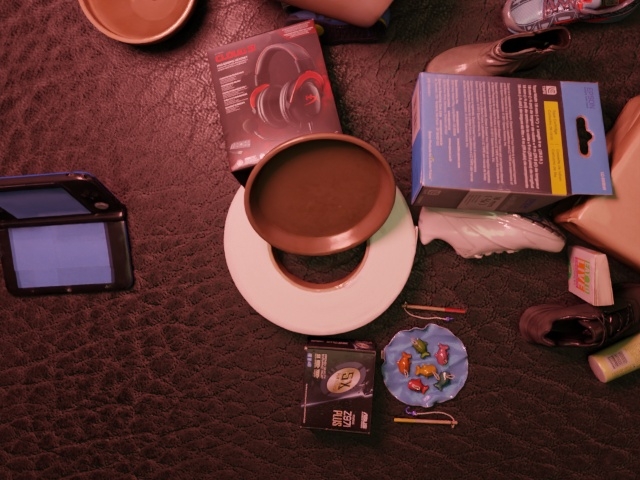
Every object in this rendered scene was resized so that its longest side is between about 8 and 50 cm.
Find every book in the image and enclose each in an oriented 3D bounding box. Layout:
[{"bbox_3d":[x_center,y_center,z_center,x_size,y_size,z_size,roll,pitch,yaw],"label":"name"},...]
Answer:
[{"bbox_3d":[0.518,0.064,1.120,0.035,0.144,0.096,-5,95,5],"label":"book"}]

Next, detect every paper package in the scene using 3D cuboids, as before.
[{"bbox_3d":[0.667,-0.081,1.084,0.325,0.168,0.309,32,98,1],"label":"paper package"}]

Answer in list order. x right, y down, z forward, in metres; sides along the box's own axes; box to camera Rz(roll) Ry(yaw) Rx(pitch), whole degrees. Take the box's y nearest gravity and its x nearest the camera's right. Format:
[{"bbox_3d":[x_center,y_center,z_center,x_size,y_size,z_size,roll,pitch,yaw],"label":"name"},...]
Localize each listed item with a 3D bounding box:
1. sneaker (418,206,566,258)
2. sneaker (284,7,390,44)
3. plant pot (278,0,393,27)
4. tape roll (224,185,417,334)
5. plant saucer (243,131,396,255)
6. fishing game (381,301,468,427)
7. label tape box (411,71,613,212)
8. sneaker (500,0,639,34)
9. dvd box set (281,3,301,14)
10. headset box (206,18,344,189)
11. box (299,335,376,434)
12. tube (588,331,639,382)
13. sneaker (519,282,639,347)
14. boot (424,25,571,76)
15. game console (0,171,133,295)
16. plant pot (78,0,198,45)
[{"bbox_3d":[0.337,-0.022,1.159,0.297,0.111,0.129,15,113,6],"label":"sneaker"},{"bbox_3d":[0.034,-0.443,1.148,0.210,0.069,0.082,1,68,11],"label":"sneaker"},{"bbox_3d":[0.011,-0.517,0.978,0.281,0.323,0.323,27,98,-17],"label":"plant pot"},{"bbox_3d":[0.000,0.000,1.188,0.392,0.072,0.391,0,96,3],"label":"tape roll"},{"bbox_3d":[-0.001,-0.083,1.058,0.278,0.041,0.277,-4,131,-5],"label":"plant saucer"},{"bbox_3d":[0.220,0.266,1.218,0.189,0.041,0.263,7,96,1],"label":"fishing game"},{"bbox_3d":[0.342,-0.178,1.079,0.334,0.106,0.240,4,70,-1],"label":"label tape box"},{"bbox_3d":[0.473,-0.455,1.077,0.262,0.125,0.104,-10,95,5],"label":"sneaker"},{"bbox_3d":[0.010,-0.696,1.116,0.308,0.062,0.420,-18,95,6],"label":"dvd box set"},{"bbox_3d":[-0.083,-0.271,1.108,0.218,0.110,0.293,-14,74,5],"label":"headset box"},{"bbox_3d":[0.037,0.303,1.214,0.148,0.077,0.180,5,96,3],"label":"box"},{"bbox_3d":[0.670,0.214,1.175,0.240,0.070,0.062,-25,50,2],"label":"tube"},{"bbox_3d":[0.550,0.162,1.138,0.287,0.130,0.109,-17,93,4],"label":"sneaker"},{"bbox_3d":[0.322,-0.349,1.081,0.247,0.161,0.083,-12,95,5],"label":"boot"},{"bbox_3d":[-0.562,-0.005,1.183,0.293,0.250,0.173,-4,69,4],"label":"game console"},{"bbox_3d":[-0.344,-0.497,1.138,0.238,0.110,0.237,0,96,5],"label":"plant pot"}]
